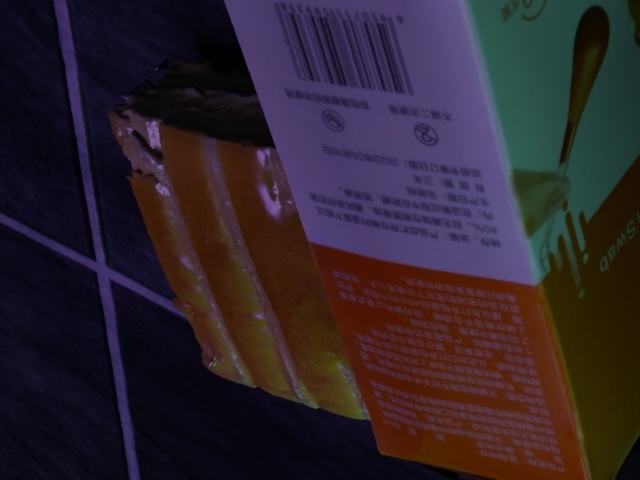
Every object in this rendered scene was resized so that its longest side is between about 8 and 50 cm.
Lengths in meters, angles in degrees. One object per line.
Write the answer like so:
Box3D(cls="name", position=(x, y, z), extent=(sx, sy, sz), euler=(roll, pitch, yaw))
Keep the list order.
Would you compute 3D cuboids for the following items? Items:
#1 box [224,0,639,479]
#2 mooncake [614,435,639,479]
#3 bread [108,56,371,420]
Box3D(cls="box", position=(0.102, -0.060, 1.021), extent=(0.143, 0.225, 0.341), euler=(13, 137, 35))
Box3D(cls="mooncake", position=(0.185, 0.193, 1.280), extent=(0.168, 0.175, 0.104), euler=(3, 147, -19))
Box3D(cls="bread", position=(0.000, 0.000, 1.297), extent=(0.239, 0.111, 0.246), euler=(12, 136, 36))
